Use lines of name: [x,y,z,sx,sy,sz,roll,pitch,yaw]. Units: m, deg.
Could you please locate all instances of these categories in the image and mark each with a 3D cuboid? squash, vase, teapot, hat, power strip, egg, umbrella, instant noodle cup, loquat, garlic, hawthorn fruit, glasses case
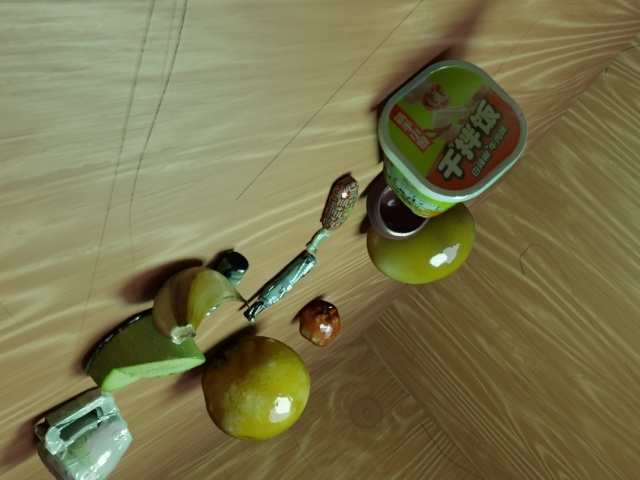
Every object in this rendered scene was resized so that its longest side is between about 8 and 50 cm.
squash: [-0.363,0.249,1.163,0.220,0.133,0.220,-33,165,-10]
vase: [-0.230,0.111,1.215,0.211,0.060,0.060,-50,162,28]
teapot: [-0.532,0.436,1.265,0.163,0.221,0.178,-3,-151,45]
hat: [0.214,-0.106,1.522,0.205,0.205,0.089,-43,-159,2]
power strip: [0.000,0.000,1.506,0.083,0.035,0.055,-47,164,8]
egg: [0.294,-0.011,1.700,0.283,0.282,0.351,-28,-174,-39]
umbrella: [-0.112,0.125,1.544,0.250,0.052,0.053,-42,-162,0]
instant noodle cup: [0.265,-0.193,1.256,0.294,0.294,0.308,-40,170,-7]
loquat: [-0.194,0.443,1.712,0.328,0.328,0.328,-38,164,-13]
garlic: [-0.244,0.106,1.090,0.207,0.128,0.115,-28,118,-57]
hawthorn fruit: [0.005,0.291,2.068,0.157,0.157,0.194,-29,153,-39]
glasses case: [0.052,-0.085,1.376,0.073,0.049,0.194,-35,163,-25]
